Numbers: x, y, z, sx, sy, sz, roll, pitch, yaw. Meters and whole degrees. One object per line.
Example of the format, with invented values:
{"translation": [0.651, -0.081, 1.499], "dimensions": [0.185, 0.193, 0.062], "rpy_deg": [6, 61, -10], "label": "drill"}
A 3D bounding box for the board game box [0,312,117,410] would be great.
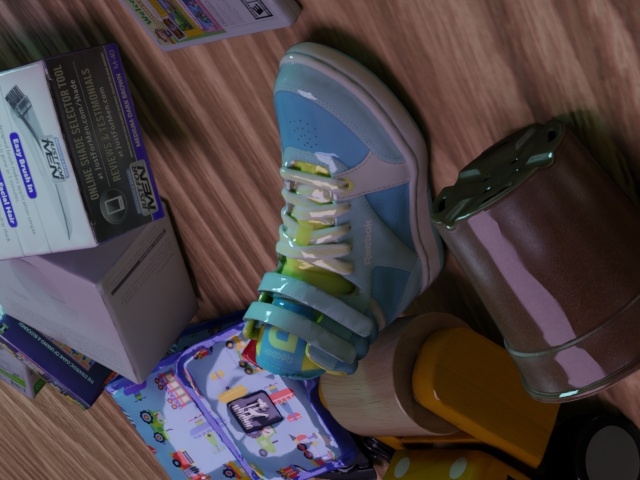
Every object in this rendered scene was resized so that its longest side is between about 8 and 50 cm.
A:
{"translation": [-0.342, 0.125, 1.886], "dimensions": [0.170, 0.141, 0.048], "rpy_deg": [40, 154, -11], "label": "board game box"}

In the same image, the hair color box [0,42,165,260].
{"translation": [-0.332, -0.078, 1.422], "dimensions": [0.339, 0.110, 0.185], "rpy_deg": [-6, 103, 40], "label": "hair color box"}

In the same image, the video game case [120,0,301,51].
{"translation": [-0.139, -0.251, 1.144], "dimensions": [0.193, 0.023, 0.212], "rpy_deg": [-1, 137, 51], "label": "video game case"}

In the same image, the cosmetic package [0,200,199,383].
{"translation": [-0.287, 0.025, 1.653], "dimensions": [0.224, 0.138, 0.224], "rpy_deg": [25, 150, 22], "label": "cosmetic package"}

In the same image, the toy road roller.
{"translation": [0.138, 0.240, 1.350], "dimensions": [0.330, 0.240, 0.202], "rpy_deg": [34, 156, -22], "label": "toy road roller"}

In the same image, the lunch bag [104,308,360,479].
{"translation": [-0.091, 0.203, 1.728], "dimensions": [0.293, 0.138, 0.221], "rpy_deg": [-25, 103, 44], "label": "lunch bag"}

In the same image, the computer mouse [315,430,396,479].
{"translation": [0.007, 0.264, 1.790], "dimensions": [0.262, 0.060, 0.184], "rpy_deg": [15, 148, 35], "label": "computer mouse"}

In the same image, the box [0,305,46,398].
{"translation": [-0.503, 0.085, 2.027], "dimensions": [0.262, 0.126, 0.231], "rpy_deg": [31, 153, 11], "label": "box"}

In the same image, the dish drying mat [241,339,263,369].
{"translation": [-0.058, 0.110, 1.601], "dimensions": [0.032, 0.083, 0.008], "rpy_deg": [35, -165, -1], "label": "dish drying mat"}

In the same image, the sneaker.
{"translation": [0.000, 0.000, 1.186], "dimensions": [0.127, 0.208, 0.319], "rpy_deg": [19, 149, 35], "label": "sneaker"}

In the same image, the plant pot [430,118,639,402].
{"translation": [0.179, 0.009, 1.056], "dimensions": [0.165, 0.167, 0.167], "rpy_deg": [51, 151, -14], "label": "plant pot"}
